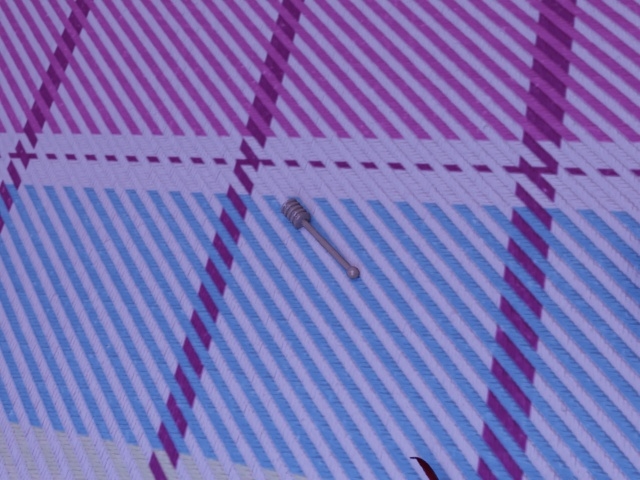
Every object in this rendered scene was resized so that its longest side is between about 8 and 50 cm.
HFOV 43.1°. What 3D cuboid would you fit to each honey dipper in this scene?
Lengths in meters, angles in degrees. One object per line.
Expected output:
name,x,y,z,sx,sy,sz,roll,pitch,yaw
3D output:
honey dipper,0.000,0.000,1.150,0.030,0.030,0.160,-41,61,-3

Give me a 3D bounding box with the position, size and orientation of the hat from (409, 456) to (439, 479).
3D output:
hat,0.205,0.365,0.893,0.173,0.183,0.208,-9,105,5
